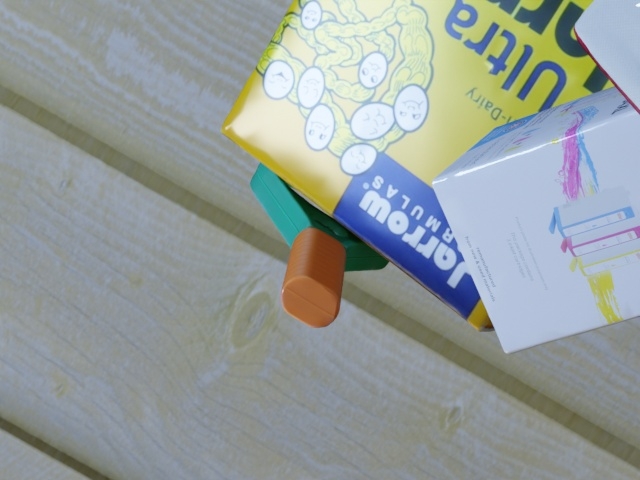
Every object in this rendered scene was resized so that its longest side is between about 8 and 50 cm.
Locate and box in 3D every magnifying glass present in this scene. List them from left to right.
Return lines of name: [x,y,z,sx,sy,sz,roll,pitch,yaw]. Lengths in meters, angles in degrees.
magnifying glass: [0.000,0.000,0.921,0.092,0.026,0.231,31,-167,-6]

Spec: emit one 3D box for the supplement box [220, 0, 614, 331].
supplement box: [0.142,-0.152,0.945,0.194,0.356,0.195,38,-162,22]

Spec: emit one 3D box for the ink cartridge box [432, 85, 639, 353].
ink cartridge box: [0.142,-0.021,0.783,0.090,0.143,0.092,65,-149,-9]

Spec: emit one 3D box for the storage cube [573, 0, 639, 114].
storage cube: [0.248,-0.063,0.629,0.193,0.215,0.183,16,-145,-41]
